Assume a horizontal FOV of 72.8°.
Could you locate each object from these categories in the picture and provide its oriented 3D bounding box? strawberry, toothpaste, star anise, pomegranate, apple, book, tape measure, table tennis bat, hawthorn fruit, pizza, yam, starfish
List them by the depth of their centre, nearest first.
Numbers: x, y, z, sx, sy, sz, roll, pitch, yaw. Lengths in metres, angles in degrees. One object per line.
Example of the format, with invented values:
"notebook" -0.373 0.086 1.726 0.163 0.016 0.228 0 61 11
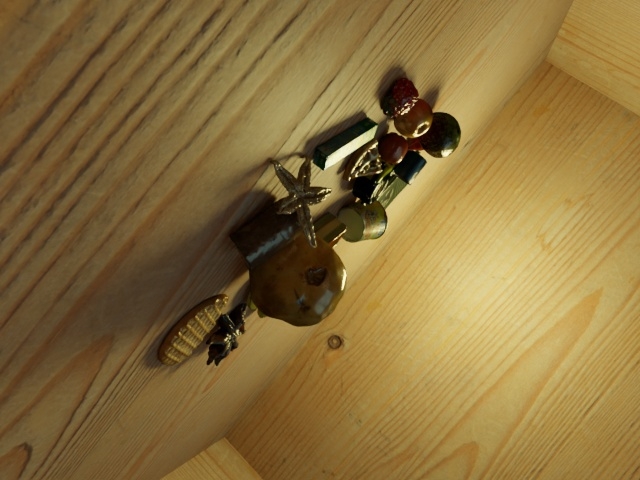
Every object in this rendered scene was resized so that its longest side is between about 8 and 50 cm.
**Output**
"starfish" -0.039 -0.126 1.238 0.231 0.048 0.294 -48 123 -40
"yam" -0.148 -0.026 1.277 0.238 0.128 0.129 -39 -164 -17
"toothpaste" 0.081 -0.309 1.369 0.267 0.050 0.065 -39 158 -35
"strawberry" 0.275 -0.471 1.457 0.140 0.085 0.192 -56 165 14
"pomegranate" -0.078 0.128 1.476 0.332 0.333 0.332 -44 164 -17
"pizza" 0.169 -0.273 1.601 0.184 0.036 0.176 -46 137 10
"apple" 0.350 -0.452 1.615 0.146 0.146 0.146 -44 164 -17
"hawthorn fruit" 0.278 -0.358 1.675 0.128 0.128 0.128 -44 164 -17
"star anise" -0.358 0.360 1.682 0.288 0.088 0.288 -55 163 -27
"tape measure" 0.209 -0.243 1.763 0.186 0.112 0.198 -40 158 -53
"table tennis bat" -0.223 0.214 1.775 0.224 0.054 0.368 -47 163 -33
"pomegranate" 0.494 -0.460 1.935 0.248 0.214 0.214 -15 -176 31
"book" 0.386 -0.280 2.281 0.371 0.043 0.260 -46 162 -15

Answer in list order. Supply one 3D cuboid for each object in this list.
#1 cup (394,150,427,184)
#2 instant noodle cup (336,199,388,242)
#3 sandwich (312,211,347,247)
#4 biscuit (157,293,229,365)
"cup" 0.429 -0.358 2.107 0.138 0.114 0.150 -53 -167 8
"instant noodle cup" 0.171 -0.085 1.908 0.153 0.205 0.204 -17 145 -45
"sandwich" 0.000 0.000 1.754 0.187 0.117 0.144 -40 164 -36
"biscuit" -0.434 0.310 1.441 0.308 0.040 0.205 -53 164 11
